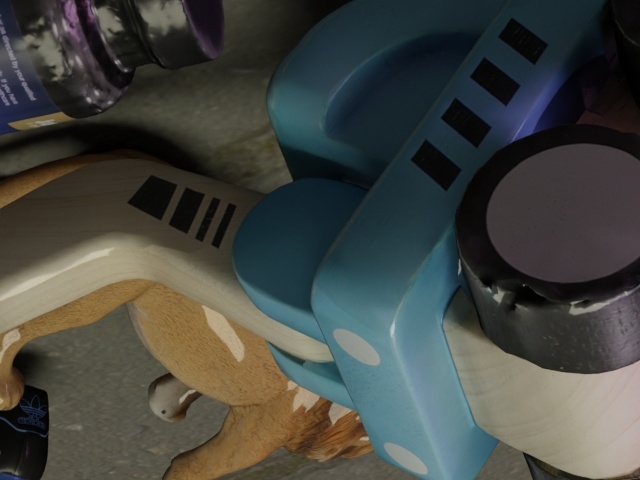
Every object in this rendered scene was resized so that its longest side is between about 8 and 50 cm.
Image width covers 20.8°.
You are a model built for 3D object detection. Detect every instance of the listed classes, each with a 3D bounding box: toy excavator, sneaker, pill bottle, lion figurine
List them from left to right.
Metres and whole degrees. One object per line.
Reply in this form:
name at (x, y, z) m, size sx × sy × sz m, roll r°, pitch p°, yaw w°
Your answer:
sneaker at (-0.282, 0.155, 1.334) m, size 0.232 × 0.090 × 0.081 m, roll -4°, pitch 159°, yaw 45°
pill bottle at (-0.164, -0.111, 0.847) m, size 0.219 × 0.123 × 0.123 m, roll -10°, pitch 149°, yaw 11°
lion figurine at (-0.073, 0.040, 1.105) m, size 0.240 × 0.142 × 0.392 m, roll -33°, pitch 136°, yaw 27°
toy excavator at (0.000, 0.000, 0.925) m, size 0.445 × 0.433 × 0.222 m, roll 22°, pitch 154°, yaw 31°
